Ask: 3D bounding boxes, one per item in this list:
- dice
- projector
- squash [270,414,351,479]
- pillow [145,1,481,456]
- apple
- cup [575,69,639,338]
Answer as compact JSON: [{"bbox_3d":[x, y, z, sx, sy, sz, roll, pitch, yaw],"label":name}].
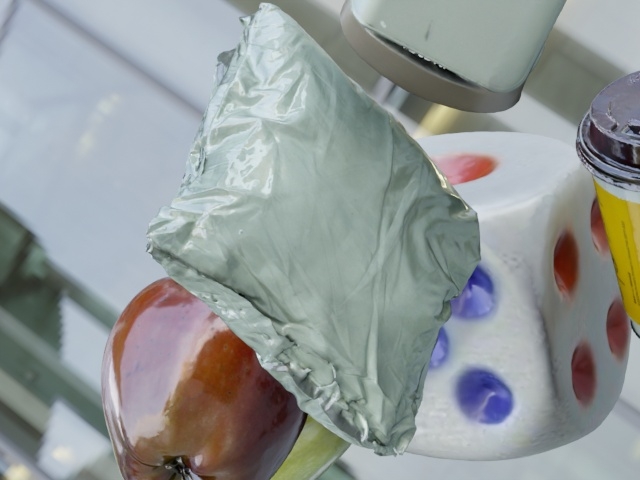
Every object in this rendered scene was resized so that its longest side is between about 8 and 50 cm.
[{"bbox_3d":[0.168,0.058,2.144,0.277,0.304,0.304,-40,-56,-54],"label":"dice"},{"bbox_3d":[0.127,-0.229,1.530,0.242,0.163,0.177,-64,-1,9],"label":"projector"},{"bbox_3d":[-0.031,0.198,2.005,0.137,0.137,0.287,-45,-1,-26],"label":"squash"},{"bbox_3d":[0.000,0.000,1.557,0.138,0.310,0.283,-23,31,41],"label":"pillow"},{"bbox_3d":[-0.113,0.144,1.851,0.234,0.234,0.234,-46,-21,-23],"label":"apple"},{"bbox_3d":[0.371,-0.031,1.955,0.196,0.196,0.279,-41,-48,-35],"label":"cup"}]
